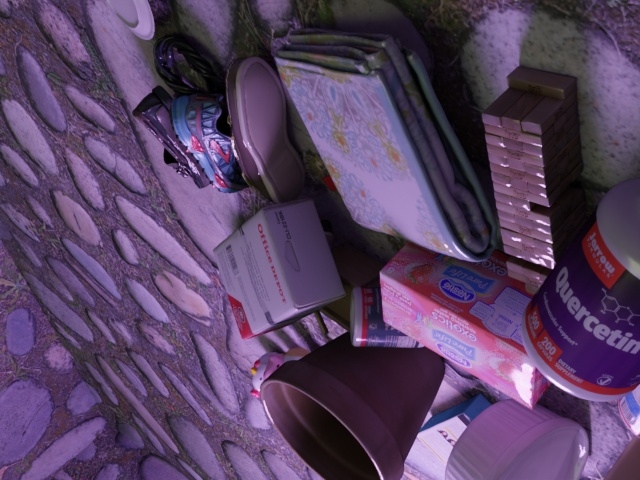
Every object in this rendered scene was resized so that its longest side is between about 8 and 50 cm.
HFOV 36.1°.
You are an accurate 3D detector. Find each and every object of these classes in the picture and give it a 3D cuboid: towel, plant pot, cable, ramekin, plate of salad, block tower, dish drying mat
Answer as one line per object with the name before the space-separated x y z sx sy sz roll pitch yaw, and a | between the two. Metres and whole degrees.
towel | 0.095 -0.150 1.500 0.320 0.090 0.375 25 147 57
plant pot | 0.087 0.301 1.931 0.323 0.280 0.323 34 151 22
cable | -0.244 -0.317 1.847 0.184 0.047 0.151 12 132 51
ramekin | 0.341 0.404 1.748 0.127 0.272 0.273 37 153 43
plate of salad | -0.355 -0.463 1.800 0.200 0.048 0.200 45 157 26
block tower | 0.301 -0.068 1.350 0.091 0.097 0.336 21 142 38
dish drying mat | 0.035 -0.108 1.761 0.032 0.008 0.083 53 151 -14

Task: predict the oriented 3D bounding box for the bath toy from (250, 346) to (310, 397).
bath toy | -0.069 0.323 2.344 0.151 0.129 0.348 54 152 -15

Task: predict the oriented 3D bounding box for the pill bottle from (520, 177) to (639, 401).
pill bottle | 0.395 0.049 1.238 0.181 0.181 0.323 38 136 16

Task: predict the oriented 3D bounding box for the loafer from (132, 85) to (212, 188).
loafer | -0.302 -0.196 2.000 0.096 0.084 0.268 42 164 41

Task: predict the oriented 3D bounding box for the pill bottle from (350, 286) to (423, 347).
pill bottle | 0.145 0.136 1.745 0.180 0.108 0.108 1 145 -3

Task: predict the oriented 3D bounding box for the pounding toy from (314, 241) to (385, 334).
pounding toy | 0.040 0.098 1.912 0.206 0.094 0.181 32 138 40

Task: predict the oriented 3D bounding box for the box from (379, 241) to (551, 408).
box | 0.257 0.114 1.585 0.300 0.154 0.142 29 147 29

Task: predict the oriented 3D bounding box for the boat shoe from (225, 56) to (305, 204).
boat shoe | -0.115 -0.195 1.746 0.096 0.117 0.324 23 150 32

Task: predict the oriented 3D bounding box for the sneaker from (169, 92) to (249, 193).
sneaker | -0.174 -0.180 1.849 0.125 0.104 0.262 -15 146 19

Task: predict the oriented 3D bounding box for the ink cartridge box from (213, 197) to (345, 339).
ink cartridge box | -0.084 0.058 1.869 0.273 0.114 0.197 -33 74 60

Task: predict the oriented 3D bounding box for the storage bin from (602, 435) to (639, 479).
storage bin | 0.546 0.394 1.433 0.260 0.262 0.123 33 147 25

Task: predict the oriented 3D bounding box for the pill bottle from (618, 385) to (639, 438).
pill bottle | 0.506 0.190 1.370 0.124 0.124 0.221 36 150 19

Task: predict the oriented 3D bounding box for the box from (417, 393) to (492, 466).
box | 0.290 0.390 2.000 0.100 0.060 0.244 45 152 2

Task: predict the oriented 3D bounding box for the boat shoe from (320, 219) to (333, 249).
boat shoe | 0.000 0.000 1.919 0.046 0.038 0.125 2 155 -6
